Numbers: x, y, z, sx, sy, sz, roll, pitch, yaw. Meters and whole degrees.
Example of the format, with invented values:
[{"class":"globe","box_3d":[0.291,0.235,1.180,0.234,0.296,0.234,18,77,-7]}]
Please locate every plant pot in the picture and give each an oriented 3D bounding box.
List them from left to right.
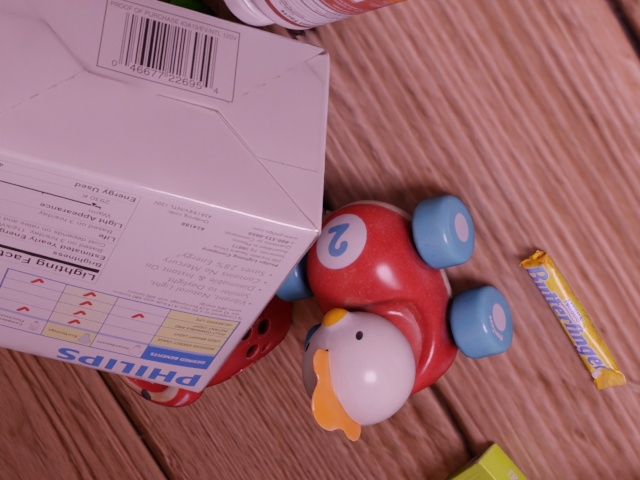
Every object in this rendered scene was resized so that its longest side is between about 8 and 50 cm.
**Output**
[{"class":"plant pot","box_3d":[-0.155,0.090,1.948,0.191,0.174,0.191,25,135,27]}]

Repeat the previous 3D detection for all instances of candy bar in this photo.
[{"class":"candy bar","box_3d":[0.250,0.079,1.651,0.040,0.018,0.161,-23,103,51]}]

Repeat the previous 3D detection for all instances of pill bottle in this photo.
[{"class":"pill bottle","box_3d":[0.005,-0.264,1.540,0.216,0.121,0.121,-8,114,48]}]

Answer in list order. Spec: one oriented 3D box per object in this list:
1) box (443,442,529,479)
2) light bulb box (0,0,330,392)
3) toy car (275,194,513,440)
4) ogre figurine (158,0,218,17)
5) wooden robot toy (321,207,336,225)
[{"class":"box","box_3d":[0.219,0.320,1.855,0.178,0.042,0.109,49,143,4]},{"class":"light bulb box","box_3d":[-0.218,-0.051,1.669,0.358,0.225,0.361,15,146,-16]},{"class":"toy car","box_3d":[0.040,0.093,1.653,0.219,0.238,0.210,-14,110,29]},{"class":"ogre figurine","box_3d":[-0.126,-0.297,1.668,0.118,0.097,0.197,23,142,20]},{"class":"wooden robot toy","box_3d":[0.000,0.000,1.803,0.079,0.076,0.173,-9,114,36]}]
